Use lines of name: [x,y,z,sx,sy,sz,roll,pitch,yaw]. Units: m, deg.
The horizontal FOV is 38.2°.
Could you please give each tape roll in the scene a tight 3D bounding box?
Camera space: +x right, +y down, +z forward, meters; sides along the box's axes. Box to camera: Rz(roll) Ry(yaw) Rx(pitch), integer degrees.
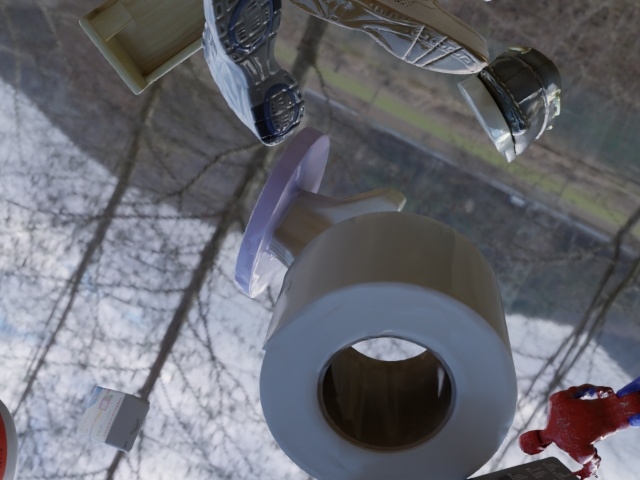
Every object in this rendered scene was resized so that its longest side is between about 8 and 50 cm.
tape roll: [0.069,0.112,0.936,0.246,0.246,0.169,26,-156,-5]

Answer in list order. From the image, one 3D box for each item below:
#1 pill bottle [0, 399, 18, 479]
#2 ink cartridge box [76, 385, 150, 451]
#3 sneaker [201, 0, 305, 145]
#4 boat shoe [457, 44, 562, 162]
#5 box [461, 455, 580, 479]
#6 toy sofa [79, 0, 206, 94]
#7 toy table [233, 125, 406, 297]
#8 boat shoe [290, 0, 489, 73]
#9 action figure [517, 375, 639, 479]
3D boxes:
pill bottle: [-0.496,0.230,0.991,0.181,0.181,0.323,32,-178,30]
ink cartridge box: [-0.346,0.297,1.545,0.052,0.088,0.122,32,160,-33]
sneaker: [-0.116,-0.263,1.235,0.129,0.111,0.297,31,146,38]
boat shoe: [0.220,-0.156,1.046,0.109,0.091,0.305,58,-168,2]
box: [0.135,0.389,0.989,0.097,0.318,0.395,44,-166,26]
toy sofa: [-0.183,-0.399,1.448,0.150,0.362,0.177,52,-155,-19]
toy table: [0.000,0.000,1.253,0.161,0.274,0.252,31,-131,10]
boat shoe: [0.095,-0.294,1.133,0.277,0.096,0.098,23,161,-20]
action figure: [0.354,0.187,1.017,0.139,0.280,0.091,56,-165,-64]
